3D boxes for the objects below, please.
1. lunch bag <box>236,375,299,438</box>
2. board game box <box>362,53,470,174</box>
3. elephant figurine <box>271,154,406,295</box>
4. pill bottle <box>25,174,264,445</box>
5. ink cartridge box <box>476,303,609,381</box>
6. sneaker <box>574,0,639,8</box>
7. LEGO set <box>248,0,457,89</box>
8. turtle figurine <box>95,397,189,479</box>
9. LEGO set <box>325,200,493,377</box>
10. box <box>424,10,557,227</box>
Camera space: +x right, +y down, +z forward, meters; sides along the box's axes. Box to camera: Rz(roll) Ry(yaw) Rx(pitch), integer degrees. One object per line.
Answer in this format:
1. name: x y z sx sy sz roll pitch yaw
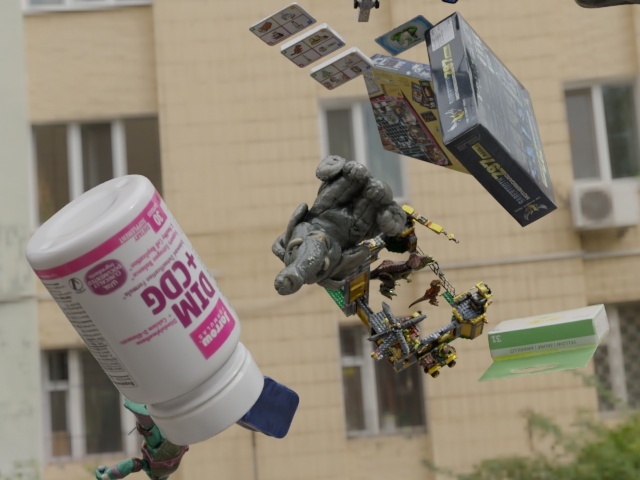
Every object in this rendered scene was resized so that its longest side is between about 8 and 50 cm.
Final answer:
1. lunch bag: -0.079 0.209 1.689 0.065 0.067 0.098 9 -20 41
2. board game box: 0.178 -0.196 2.079 0.042 0.165 0.243 -38 38 -28
3. elephant figurine: 0.000 0.000 2.013 0.169 0.239 0.186 28 -15 42
4. pill bottle: -0.190 0.082 1.489 0.160 0.283 0.160 -27 22 12
5. ink cartridge box: 0.340 0.155 2.029 0.171 0.056 0.235 -11 2 22
6. sneaker: 0.424 -0.382 1.782 0.227 0.087 0.130 2 -24 36
7. LEGO set: 0.054 -0.300 1.710 0.244 0.060 0.182 -25 -35 29
8. turtle figurine: -0.263 0.310 2.067 0.118 0.175 0.234 23 -49 9
9. LEGO set: 0.141 0.056 2.286 0.254 0.331 0.192 -22 -31 -13
10. box: 0.214 -0.155 1.677 0.059 0.233 0.183 -30 -50 25
